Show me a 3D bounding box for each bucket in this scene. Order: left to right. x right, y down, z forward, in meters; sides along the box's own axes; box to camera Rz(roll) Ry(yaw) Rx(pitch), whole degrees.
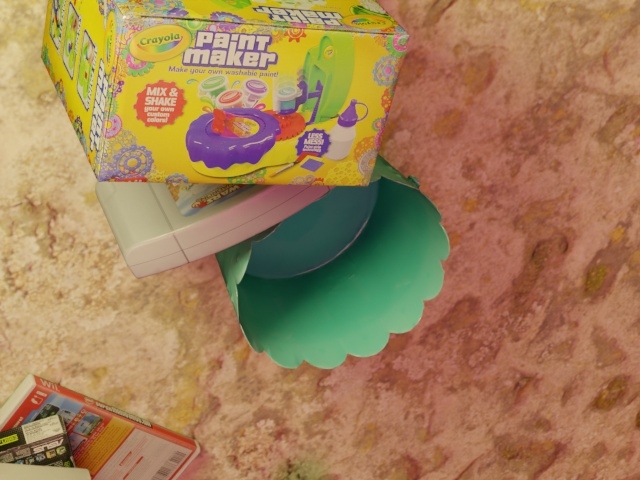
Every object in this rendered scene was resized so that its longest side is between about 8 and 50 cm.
[{"bbox_3d":[0.000,0.000,1.604,0.281,0.183,0.281,-12,127,-16],"label":"bucket"}]

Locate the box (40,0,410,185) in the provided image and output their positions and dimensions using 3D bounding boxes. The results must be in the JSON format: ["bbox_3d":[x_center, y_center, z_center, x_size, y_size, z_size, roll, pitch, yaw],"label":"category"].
[{"bbox_3d":[-0.109,-0.200,1.350,0.290,0.279,0.177,0,122,-24],"label":"box"}]

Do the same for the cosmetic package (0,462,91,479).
[{"bbox_3d":[-0.497,0.402,1.625,0.377,0.097,0.284,10,118,-26],"label":"cosmetic package"}]

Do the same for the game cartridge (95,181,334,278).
[{"bbox_3d":[-0.102,-0.074,1.494,0.297,0.198,0.062,-28,122,-5],"label":"game cartridge"}]

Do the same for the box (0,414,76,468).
[{"bbox_3d":[-0.406,0.329,1.703,0.190,0.045,0.184,-17,130,-13],"label":"box"}]

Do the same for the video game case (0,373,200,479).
[{"bbox_3d":[-0.329,0.303,1.765,0.285,0.025,0.204,30,107,-37],"label":"video game case"}]
